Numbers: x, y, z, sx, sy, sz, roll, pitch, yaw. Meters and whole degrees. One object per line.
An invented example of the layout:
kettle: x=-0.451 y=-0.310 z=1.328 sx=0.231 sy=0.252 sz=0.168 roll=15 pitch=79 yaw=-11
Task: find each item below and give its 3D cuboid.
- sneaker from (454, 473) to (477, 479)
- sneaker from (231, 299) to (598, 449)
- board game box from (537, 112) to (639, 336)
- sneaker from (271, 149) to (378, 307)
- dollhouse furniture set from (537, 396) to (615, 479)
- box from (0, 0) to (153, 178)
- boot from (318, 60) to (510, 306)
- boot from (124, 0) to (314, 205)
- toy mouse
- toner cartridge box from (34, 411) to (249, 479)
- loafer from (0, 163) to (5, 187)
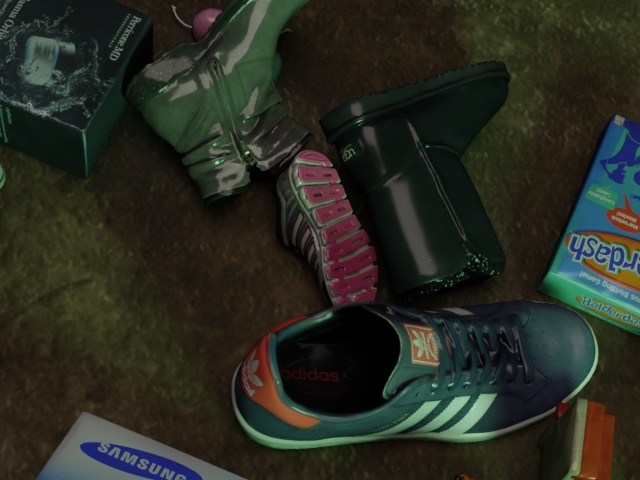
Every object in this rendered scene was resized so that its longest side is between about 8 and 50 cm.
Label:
sneaker: x=0.169 y=0.268 z=1.023 sx=0.087 sy=0.083 sz=0.221 roll=15 pitch=19 yaw=-17
sneaker: x=0.097 y=0.109 z=1.105 sx=0.350 sy=0.148 sz=0.131 roll=-10 pitch=65 yaw=-13
board game box: x=0.331 y=-0.009 z=1.251 sx=0.160 sy=0.047 sz=0.210 roll=24 pitch=64 yaw=5
sneaker: x=0.000 y=0.000 z=1.199 sx=0.063 sy=0.075 sz=0.170 roll=-22 pitch=90 yaw=-36
dollhouse furniture set: x=0.326 y=0.222 z=1.085 sx=0.259 sy=0.135 sz=0.262 roll=13 pitch=63 yaw=-1
box: x=-0.269 y=-0.171 z=1.228 sx=0.158 sy=0.093 sz=0.156 roll=22 pitch=63 yaw=3
boot: x=0.130 y=-0.058 z=1.229 sx=0.246 sy=0.094 sz=0.207 roll=-20 pitch=84 yaw=-39
boot: x=-0.059 y=-0.155 z=1.236 sx=0.246 sy=0.083 sz=0.161 roll=-40 pitch=90 yaw=-10
toy mouse: x=-0.090 y=-0.203 z=1.301 sx=0.143 sy=0.031 sz=0.161 roll=-25 pitch=69 yaw=-18
toner cartridge box: x=-0.075 y=0.277 z=1.001 sx=0.348 sy=0.075 sz=0.165 roll=22 pitch=32 yaw=3
loafer: x=-0.370 y=-0.070 z=1.192 sx=0.125 sy=0.039 sz=0.045 roll=0 pitch=64 yaw=-8
